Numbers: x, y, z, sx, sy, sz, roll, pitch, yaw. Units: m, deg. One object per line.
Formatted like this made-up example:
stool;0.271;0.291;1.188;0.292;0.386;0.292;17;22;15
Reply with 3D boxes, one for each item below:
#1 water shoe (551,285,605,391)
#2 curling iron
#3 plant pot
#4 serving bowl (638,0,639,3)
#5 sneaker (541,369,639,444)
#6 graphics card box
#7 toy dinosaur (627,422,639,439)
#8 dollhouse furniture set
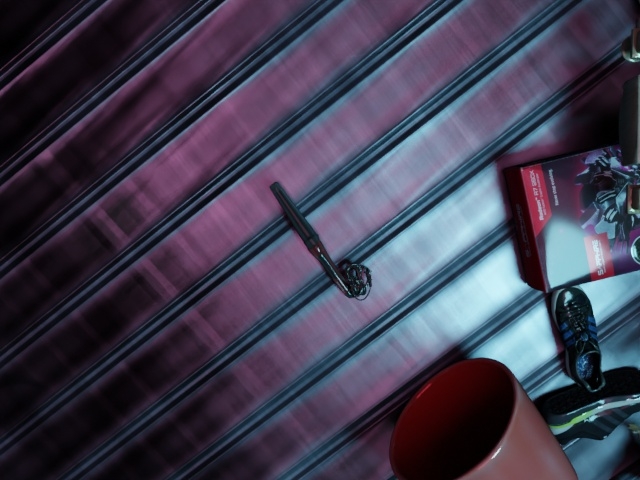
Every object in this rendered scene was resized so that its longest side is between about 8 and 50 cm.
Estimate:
water shoe;0.483;0.176;1.084;0.072;0.080;0.203;-17;100;2
curling iron;0.000;0.000;1.100;0.068;0.035;0.274;-42;95;0
plant pot;0.298;0.385;1.035;0.275;0.275;0.243;-43;104;5
serving bowl;0.598;-0.442;1.048;0.083;0.027;0.084;0;96;0
sneaker;0.529;0.319;1.114;0.234;0.084;0.097;-19;108;8
graphics card box;0.540;-0.063;1.058;0.370;0.094;0.233;-13;96;1
toy dinosaur;0.665;0.441;1.099;0.295;0.127;0.201;-7;114;-17
dollhouse furniture set;0.637;-0.218;0.986;0.303;0.174;0.356;1;92;1
